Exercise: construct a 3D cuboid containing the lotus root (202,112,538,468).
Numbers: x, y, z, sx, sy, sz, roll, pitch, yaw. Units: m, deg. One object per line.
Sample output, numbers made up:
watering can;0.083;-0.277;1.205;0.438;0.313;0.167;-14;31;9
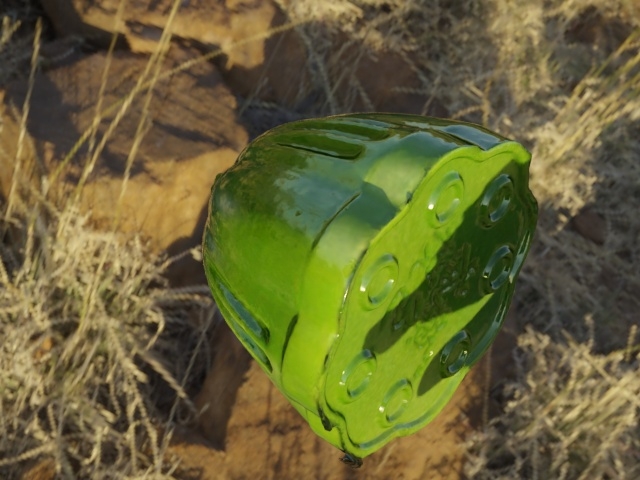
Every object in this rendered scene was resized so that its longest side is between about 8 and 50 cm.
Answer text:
lotus root;0.000;0.000;0.564;0.186;0.186;0.186;16;47;-18
